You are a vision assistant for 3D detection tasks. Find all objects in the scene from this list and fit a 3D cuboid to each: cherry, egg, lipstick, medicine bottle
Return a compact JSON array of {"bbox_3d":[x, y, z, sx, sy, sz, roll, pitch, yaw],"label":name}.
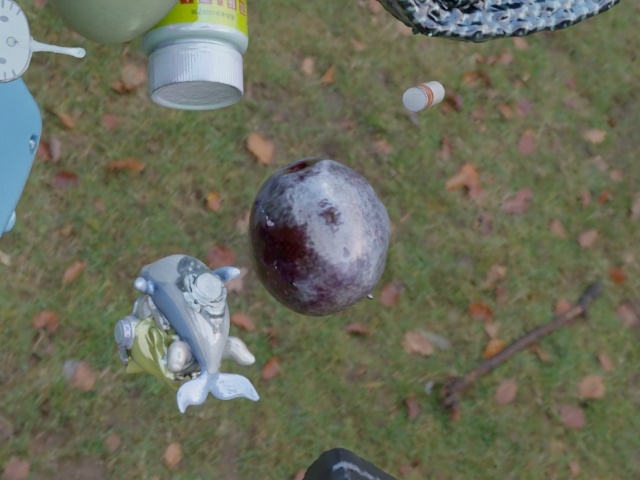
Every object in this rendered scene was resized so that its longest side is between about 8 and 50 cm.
[{"bbox_3d":[-0.002,-0.010,1.441,0.195,0.195,0.195,17,54,-25],"label":"cherry"},{"bbox_3d":[-0.235,-0.361,1.371,0.218,0.295,0.218,11,33,-7],"label":"egg"},{"bbox_3d":[0.159,-0.222,1.820,0.038,0.038,0.130,50,21,3],"label":"lipstick"},{"bbox_3d":[-0.164,-0.294,1.539,0.139,0.139,0.225,4,77,-32],"label":"medicine bottle"}]

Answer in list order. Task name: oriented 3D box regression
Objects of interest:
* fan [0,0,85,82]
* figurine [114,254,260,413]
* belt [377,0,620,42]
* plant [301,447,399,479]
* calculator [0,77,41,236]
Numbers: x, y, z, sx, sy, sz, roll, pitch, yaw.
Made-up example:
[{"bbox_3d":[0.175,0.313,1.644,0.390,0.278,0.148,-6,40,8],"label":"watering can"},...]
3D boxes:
[{"bbox_3d":[-0.176,-0.115,0.684,0.083,0.004,0.056,5,72,-25],"label":"fan"},{"bbox_3d":[-0.151,0.104,1.301,0.128,0.184,0.208,-4,51,-32],"label":"figurine"},{"bbox_3d":[0.144,-0.263,0.921,0.295,0.160,0.207,-36,112,-3],"label":"belt"},{"bbox_3d":[0.040,0.340,1.401,0.164,0.142,0.256,34,9,-12],"label":"plant"},{"bbox_3d":[-0.265,-0.101,0.760,0.293,0.051,0.173,67,29,-48],"label":"calculator"}]
